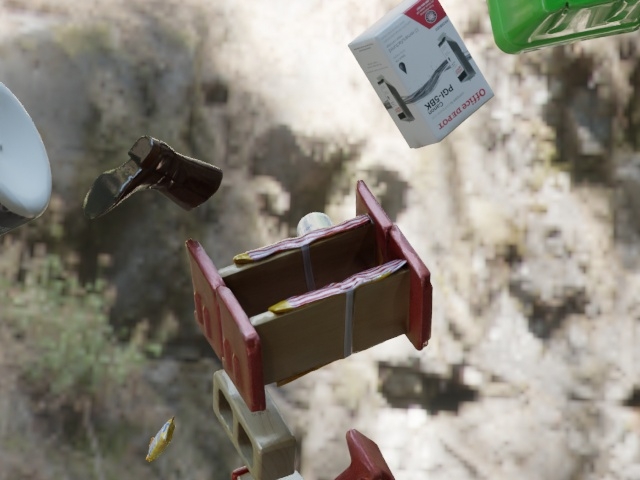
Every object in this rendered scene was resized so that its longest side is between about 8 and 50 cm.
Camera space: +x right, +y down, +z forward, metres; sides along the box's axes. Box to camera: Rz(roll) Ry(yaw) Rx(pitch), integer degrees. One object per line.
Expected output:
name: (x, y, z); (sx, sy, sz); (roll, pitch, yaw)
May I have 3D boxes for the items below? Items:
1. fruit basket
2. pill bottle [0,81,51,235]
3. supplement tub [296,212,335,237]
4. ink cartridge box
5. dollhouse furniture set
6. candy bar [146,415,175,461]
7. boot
fruit basket: (0.327, -0.472, 2.478); (0.283, 0.392, 0.392); (-12, -14, -7)
pill bottle: (-0.348, -0.030, 1.295); (0.246, 0.130, 0.130); (-24, -24, 18)
supplement tub: (0.000, 0.000, 2.774); (0.071, 0.071, 0.107); (7, 17, -12)
ink cartridge box: (0.108, -0.180, 1.723); (0.135, 0.099, 0.056); (57, -28, -15)
dollhouse furniture set: (-0.012, 0.148, 1.684); (0.201, 0.152, 0.374); (-18, -44, -19)
candy bar: (-0.235, 0.296, 2.412); (0.018, 0.040, 0.161); (19, -22, -9)
boot: (-0.159, -0.045, 1.573); (0.106, 0.037, 0.114); (-42, -34, 16)
